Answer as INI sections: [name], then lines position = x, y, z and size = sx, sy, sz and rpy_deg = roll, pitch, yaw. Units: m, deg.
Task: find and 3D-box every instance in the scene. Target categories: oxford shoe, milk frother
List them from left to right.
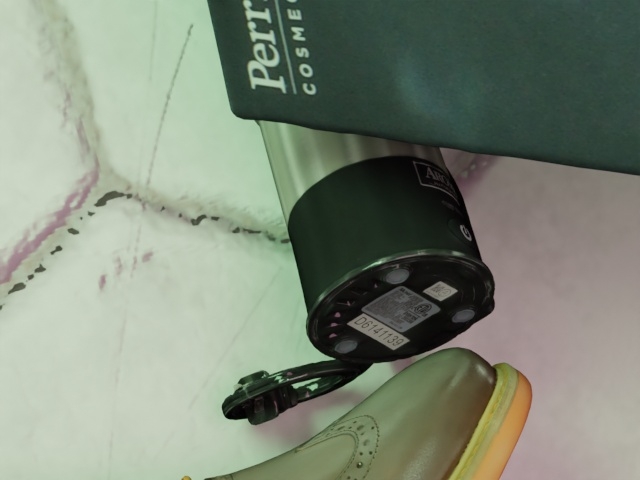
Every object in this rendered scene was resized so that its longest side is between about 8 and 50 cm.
[oxford shoe]
position = -0.070, 0.147, 0.592
size = 0.364, 0.130, 0.132
rpy_deg = -38, 93, -9
[milk frother]
position = 0.000, 0.000, 0.661
size = 0.143, 0.129, 0.134
rpy_deg = -22, 55, 9

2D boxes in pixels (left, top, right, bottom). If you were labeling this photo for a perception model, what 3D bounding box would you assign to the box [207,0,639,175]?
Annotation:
[box]
position = 0.153, -0.192, 0.470
size = 0.212, 0.395, 0.293
rpy_deg = -46, 135, -42
